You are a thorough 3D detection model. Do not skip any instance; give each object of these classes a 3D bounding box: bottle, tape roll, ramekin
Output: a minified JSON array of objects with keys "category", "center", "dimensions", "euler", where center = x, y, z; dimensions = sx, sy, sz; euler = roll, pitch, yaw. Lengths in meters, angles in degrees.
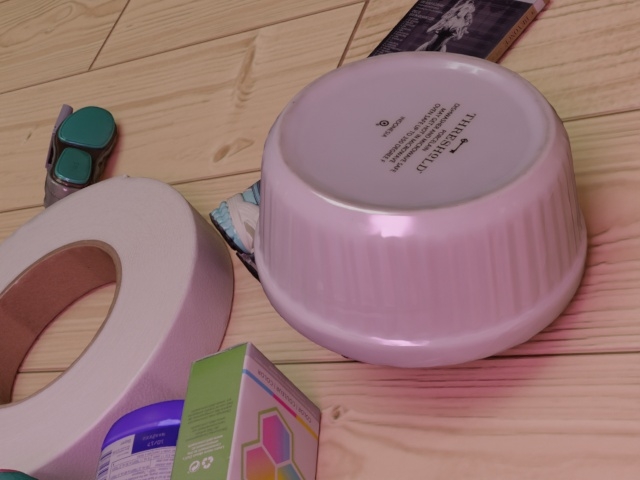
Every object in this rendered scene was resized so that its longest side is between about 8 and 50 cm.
[{"category":"bottle","center":[-0.135,0.262,0.962],"dimensions":[0.118,0.092,0.283],"euler":[-21,41,25]},{"category":"tape roll","center":[-0.263,0.101,1.262],"dimensions":[0.392,0.072,0.392],"euler":[-24,40,22]},{"category":"ramekin","center":[0.074,-0.040,0.967],"dimensions":[0.273,0.127,0.273],"euler":[-4,40,4]}]

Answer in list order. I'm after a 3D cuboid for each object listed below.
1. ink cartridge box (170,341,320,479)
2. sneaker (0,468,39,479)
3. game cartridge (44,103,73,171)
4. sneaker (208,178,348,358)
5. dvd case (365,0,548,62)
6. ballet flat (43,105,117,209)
[{"category":"ink cartridge box","center":[-0.060,0.196,0.950],"dimensions":[0.062,0.109,0.209],"euler":[-21,41,27]},{"category":"sneaker","center":[-0.283,0.300,0.987],"dimensions":[0.295,0.124,0.178],"euler":[-63,26,18]},{"category":"game cartridge","center":[-0.332,-0.132,1.569],"dimensions":[0.083,0.017,0.056],"euler":[118,164,-49]},{"category":"sneaker","center":[0.000,0.000,1.100],"dimensions":[0.122,0.110,0.283],"euler":[-42,36,-6]},{"category":"dvd case","center":[0.112,-0.185,1.261],"dimensions":[0.221,0.018,0.164],"euler":[-49,36,-10]},{"category":"ballet flat","center":[-0.295,-0.092,1.486],"dimensions":[0.213,0.072,0.068],"euler":[-88,16,-59]}]
